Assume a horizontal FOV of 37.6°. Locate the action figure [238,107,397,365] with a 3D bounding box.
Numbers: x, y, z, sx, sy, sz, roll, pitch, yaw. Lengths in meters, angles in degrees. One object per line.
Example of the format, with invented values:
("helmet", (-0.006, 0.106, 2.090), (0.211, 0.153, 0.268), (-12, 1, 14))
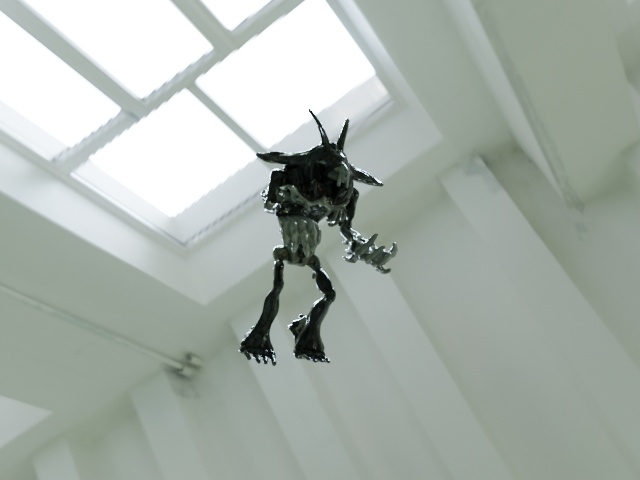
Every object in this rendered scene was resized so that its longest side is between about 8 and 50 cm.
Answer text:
("action figure", (0.000, 0.000, 1.024), (0.141, 0.164, 0.275), (22, -79, 58))
